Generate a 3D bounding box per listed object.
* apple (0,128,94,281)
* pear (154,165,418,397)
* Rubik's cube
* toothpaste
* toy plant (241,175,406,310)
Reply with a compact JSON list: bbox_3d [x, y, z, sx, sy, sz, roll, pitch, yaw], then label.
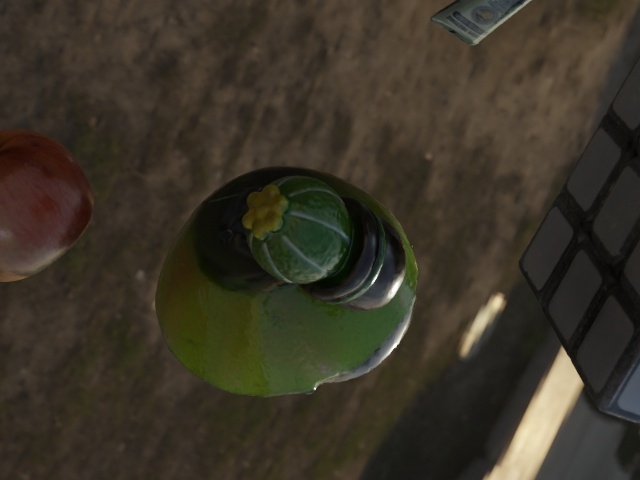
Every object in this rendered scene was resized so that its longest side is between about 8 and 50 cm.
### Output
[{"bbox_3d":[-0.398,-0.046,1.923,0.209,0.209,0.164,-51,127,-30],"label":"apple"},{"bbox_3d":[-0.059,0.022,2.085,0.399,0.399,0.165,-49,143,-33],"label":"pear"},{"bbox_3d":[0.419,0.017,1.493,0.305,0.301,0.303,-107,-139,-64],"label":"Rubik's cube"},{"bbox_3d":[0.203,-0.256,1.411,0.062,0.239,0.039,25,48,-32],"label":"toothpaste"},{"bbox_3d":[0.000,0.000,1.265,0.162,0.093,0.092,30,84,-46],"label":"toy plant"}]
